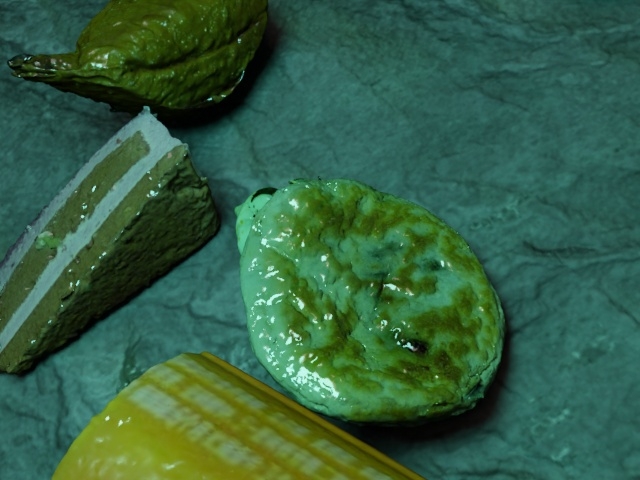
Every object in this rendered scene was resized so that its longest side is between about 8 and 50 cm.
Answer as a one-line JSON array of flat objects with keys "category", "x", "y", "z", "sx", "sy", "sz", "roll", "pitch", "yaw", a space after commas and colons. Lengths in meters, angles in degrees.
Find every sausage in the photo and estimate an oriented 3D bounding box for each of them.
[{"category": "sausage", "x": -0.036, "y": 0.239, "z": 0.703, "sx": 0.287, "sy": 0.233, "sz": 0.233, "roll": 27, "pitch": 74, "yaw": 27}]

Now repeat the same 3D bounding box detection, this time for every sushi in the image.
[{"category": "sushi", "x": -0.161, "y": -0.186, "z": 1.004, "sx": 0.140, "sy": 0.149, "sz": 0.287, "roll": 26, "pitch": 53, "yaw": 37}]

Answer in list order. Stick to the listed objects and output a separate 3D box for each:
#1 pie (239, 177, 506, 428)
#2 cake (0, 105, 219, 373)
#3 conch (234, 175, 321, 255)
[{"category": "pie", "x": 0.043, "y": 0.049, "z": 0.818, "sx": 0.240, "sy": 0.054, "sz": 0.241, "roll": 10, "pitch": 53, "yaw": -14}, {"category": "cake", "x": -0.218, "y": 0.010, "z": 0.971, "sx": 0.295, "sy": 0.113, "sz": 0.116, "roll": -42, "pitch": 54, "yaw": 8}, {"category": "conch", "x": 0.000, "y": 0.000, "z": 0.908, "sx": 0.170, "sy": 0.079, "sz": 0.106, "roll": 29, "pitch": 79, "yaw": 12}]
